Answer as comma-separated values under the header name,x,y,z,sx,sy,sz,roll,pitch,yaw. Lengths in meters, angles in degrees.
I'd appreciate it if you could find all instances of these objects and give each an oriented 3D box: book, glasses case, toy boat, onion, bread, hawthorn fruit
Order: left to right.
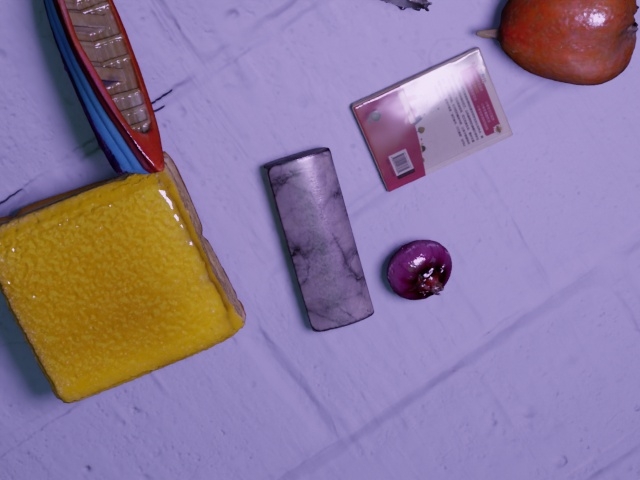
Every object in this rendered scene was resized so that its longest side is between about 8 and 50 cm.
name,x,y,z,sx,sy,sz,roll,pitch,yaw
toy boat,-0.332,-0.273,1.473,0.079,0.136,0.392,-21,88,27
bread,-0.324,0.063,1.573,0.333,0.143,0.323,-21,106,-2
glasses case,0.000,0.000,1.639,0.114,0.060,0.299,-17,105,-2
onion,0.169,0.054,1.654,0.115,0.104,0.115,-21,139,-19
book,0.186,-0.199,1.634,0.232,0.022,0.162,-25,108,-1
hawthorn fruit,0.371,-0.339,1.548,0.252,0.199,0.199,-4,105,8

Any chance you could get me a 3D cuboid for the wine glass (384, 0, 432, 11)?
name,x,y,z,sx,sy,sz,roll,pitch,yaw
wine glass,0.137,-0.457,1.525,0.122,0.122,0.182,16,95,-11
